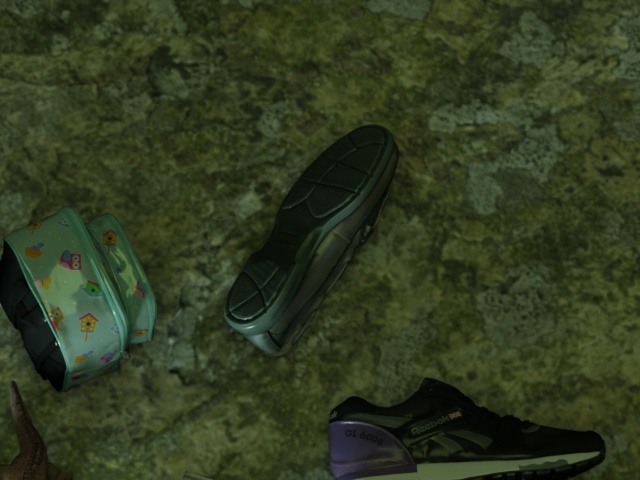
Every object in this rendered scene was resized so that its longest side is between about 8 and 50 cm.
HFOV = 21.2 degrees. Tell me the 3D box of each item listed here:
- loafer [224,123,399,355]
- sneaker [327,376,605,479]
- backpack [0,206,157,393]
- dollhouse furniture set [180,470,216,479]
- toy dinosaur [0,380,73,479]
[{"bbox_3d":[0.000,0.000,1.797,0.096,0.084,0.267,23,71,44],"label":"loafer"},{"bbox_3d":[0.149,0.194,1.744,0.283,0.107,0.124,-5,72,-5],"label":"sneaker"},{"bbox_3d":[-0.245,0.053,1.701,0.144,0.188,0.165,-24,79,-9],"label":"backpack"},{"bbox_3d":[-0.037,0.340,1.647,0.242,0.212,0.161,12,73,26],"label":"dollhouse furniture set"},{"bbox_3d":[-0.316,0.280,1.639,0.127,0.200,0.295,21,76,1],"label":"toy dinosaur"}]
